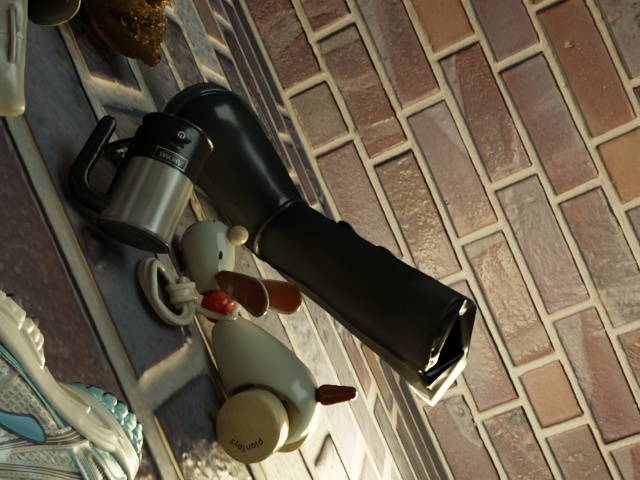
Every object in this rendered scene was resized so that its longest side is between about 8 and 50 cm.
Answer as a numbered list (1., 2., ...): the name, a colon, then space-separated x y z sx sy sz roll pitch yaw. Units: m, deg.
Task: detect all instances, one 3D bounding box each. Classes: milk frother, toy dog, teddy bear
1. milk frother: -0.205 -0.060 0.678 0.143 0.129 0.134 121 -11 -69
2. toy dog: -0.066 0.119 0.763 0.220 0.161 0.333 -57 123 -78
3. teddy bear: -0.274 -0.376 0.741 0.245 0.113 0.338 21 -21 37

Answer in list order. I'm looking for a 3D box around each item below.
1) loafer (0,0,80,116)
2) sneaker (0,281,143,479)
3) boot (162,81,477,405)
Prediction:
1. loafer: -0.262 -0.229 0.514 0.112 0.112 0.319 16 58 -20
2. sneaker: -0.194 0.109 0.320 0.122 0.110 0.283 -98 161 -45
3. boot: 0.001 0.001 0.826 0.445 0.146 0.367 40 -11 35
